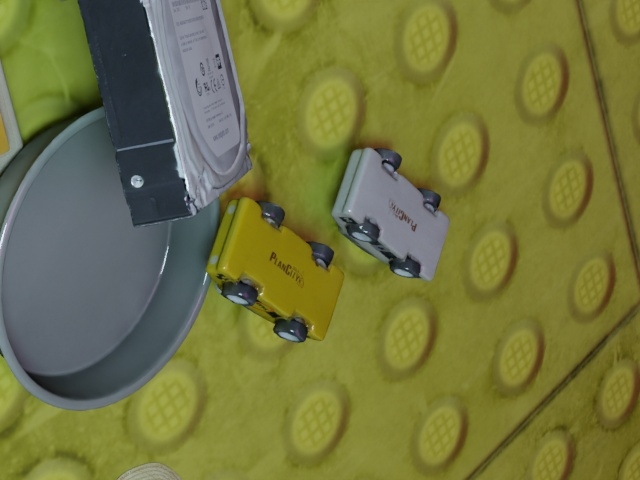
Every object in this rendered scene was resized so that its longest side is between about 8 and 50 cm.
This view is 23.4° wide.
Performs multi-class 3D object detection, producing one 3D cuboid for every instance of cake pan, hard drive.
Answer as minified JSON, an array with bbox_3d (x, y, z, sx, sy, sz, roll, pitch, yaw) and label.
[{"bbox_3d":[-0.207,0.011,1.439,0.293,0.054,0.293,-26,123,-47],"label":"cake pan"},{"bbox_3d":[-0.140,-0.200,1.322,0.237,0.064,0.339,-50,128,-75],"label":"hard drive"}]

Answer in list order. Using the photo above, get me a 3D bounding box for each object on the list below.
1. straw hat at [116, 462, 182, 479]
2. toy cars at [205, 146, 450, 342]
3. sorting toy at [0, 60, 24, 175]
[{"bbox_3d":[-0.169,0.308,1.598,0.144,0.061,0.144,-16,114,-41],"label":"straw hat"},{"bbox_3d":[0.000,0.000,1.633,0.393,0.087,0.176,-25,113,-49],"label":"toy cars"},{"bbox_3d":[-0.338,-0.102,1.285,0.193,0.038,0.208,-34,136,-32],"label":"sorting toy"}]
